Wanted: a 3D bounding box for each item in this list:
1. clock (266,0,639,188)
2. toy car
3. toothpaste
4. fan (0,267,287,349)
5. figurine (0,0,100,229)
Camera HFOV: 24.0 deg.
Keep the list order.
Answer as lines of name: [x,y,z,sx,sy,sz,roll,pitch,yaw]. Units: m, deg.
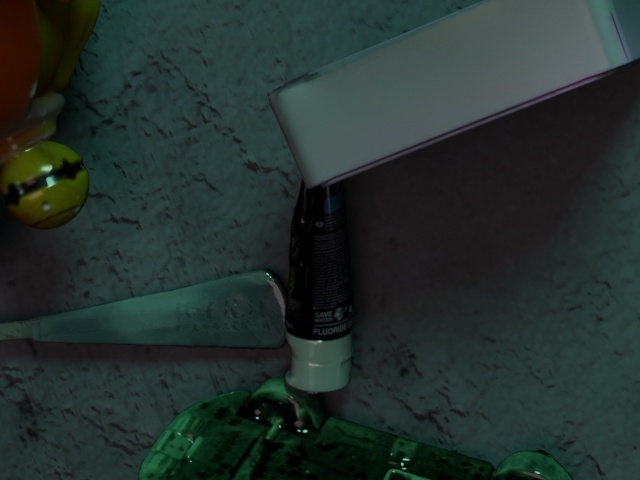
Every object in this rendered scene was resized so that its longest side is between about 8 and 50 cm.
clock: [0.087,-0.097,0.859,0.197,0.150,0.063,-20,93,23]
toy car: [0.033,0.196,0.967,0.306,0.136,0.125,13,129,18]
toothpaste: [0.000,0.000,0.968,0.045,0.071,0.193,2,110,5]
fan: [-0.152,0.053,1.057,0.282,0.023,0.057,-4,103,20]
figurine: [-0.266,-0.139,0.954,0.320,0.196,0.323,47,124,11]
